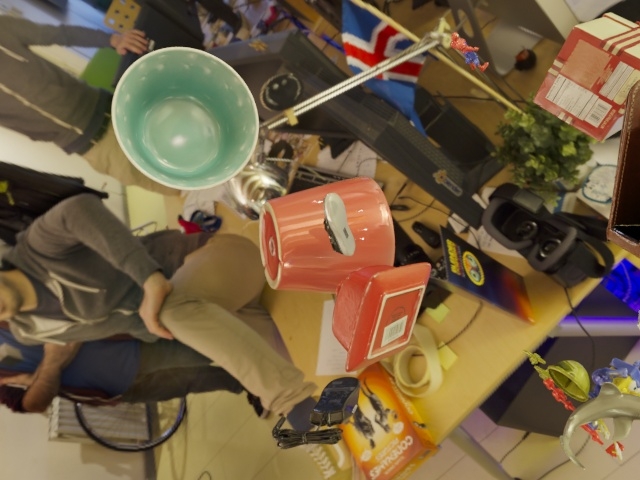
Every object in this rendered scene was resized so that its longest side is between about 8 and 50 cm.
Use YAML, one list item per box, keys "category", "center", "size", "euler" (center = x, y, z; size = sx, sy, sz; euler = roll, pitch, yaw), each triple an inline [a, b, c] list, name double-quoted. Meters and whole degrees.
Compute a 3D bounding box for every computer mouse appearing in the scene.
- category: "computer mouse"
  center: [-0.004, 0.415, 1.133]
  size: [0.184, 0.262, 0.060]
  euler: [-13, 100, 19]

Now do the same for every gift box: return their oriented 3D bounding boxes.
- category: "gift box"
  center: [0.778, -0.420, 1.277]
  size: [0.276, 0.258, 0.255]
  euler: [47, 144, 22]

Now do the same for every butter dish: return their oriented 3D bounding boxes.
- category: "butter dish"
  center: [0.073, 0.096, 0.729]
  size: [0.118, 0.160, 0.160]
  euler: [27, 114, 39]

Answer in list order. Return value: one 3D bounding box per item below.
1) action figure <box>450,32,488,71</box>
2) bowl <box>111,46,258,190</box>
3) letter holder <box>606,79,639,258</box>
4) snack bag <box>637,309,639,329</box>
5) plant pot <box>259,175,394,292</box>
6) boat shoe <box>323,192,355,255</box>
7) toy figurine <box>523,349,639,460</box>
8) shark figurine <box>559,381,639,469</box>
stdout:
- category: "action figure"
  center: [0.269, -0.348, 0.879]
  size: [0.038, 0.115, 0.030]
  euler: [43, 110, 39]
- category: "bowl"
  center: [-0.311, -0.261, 1.109]
  size: [0.163, 0.311, 0.312]
  euler: [-4, 67, 69]
- category: "letter holder"
  center: [0.511, -0.084, 0.514]
  size: [0.152, 0.301, 0.215]
  euler: [-79, -13, -72]
- category: "snack bag"
  center: [1.071, 0.349, 1.457]
  size: [0.037, 0.342, 0.323]
  euler: [-35, 78, 36]
- category: "plant pot"
  center: [0.000, 0.000, 1.079]
  size: [0.275, 0.243, 0.275]
  euler: [174, 90, -70]
- category: "boat shoe"
  center: [0.026, -0.026, 0.891]
  size: [0.040, 0.142, 0.049]
  euler: [5, 44, 31]
- category: "toy figurine"
  center: [0.724, 0.357, 1.235]
  size: [0.217, 0.363, 0.191]
  euler: [-40, 20, -1]
- category: "shark figurine"
  center: [0.634, 0.382, 1.089]
  size: [0.278, 0.116, 0.166]
  euler: [-18, 27, -3]
